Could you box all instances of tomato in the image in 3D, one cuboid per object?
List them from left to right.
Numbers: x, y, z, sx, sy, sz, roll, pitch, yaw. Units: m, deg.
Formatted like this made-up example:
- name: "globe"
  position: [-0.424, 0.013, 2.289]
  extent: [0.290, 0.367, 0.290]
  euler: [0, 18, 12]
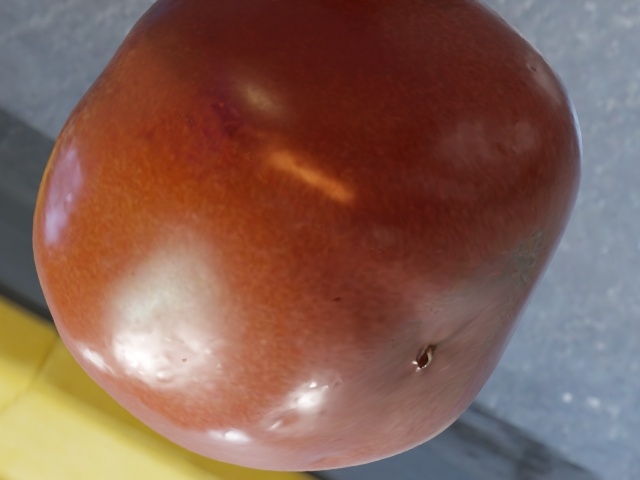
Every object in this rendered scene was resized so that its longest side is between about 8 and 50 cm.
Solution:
- name: "tomato"
  position: [0.000, 0.000, 1.173]
  extent: [0.273, 0.341, 0.341]
  euler: [35, 163, 35]
